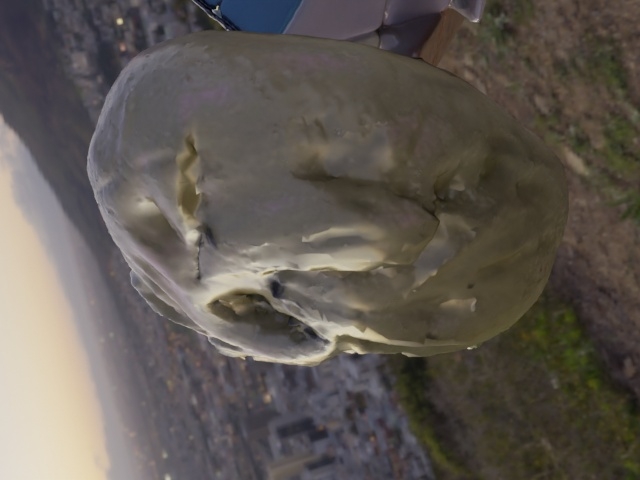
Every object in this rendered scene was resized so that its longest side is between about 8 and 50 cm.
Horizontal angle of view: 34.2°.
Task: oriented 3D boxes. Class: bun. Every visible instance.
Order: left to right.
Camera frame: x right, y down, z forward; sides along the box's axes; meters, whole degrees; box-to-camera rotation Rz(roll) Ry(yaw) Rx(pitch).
[{"bbox_3d":[0.000,0.000,0.481,0.210,0.237,0.116,-19,53,52],"label":"bun"}]

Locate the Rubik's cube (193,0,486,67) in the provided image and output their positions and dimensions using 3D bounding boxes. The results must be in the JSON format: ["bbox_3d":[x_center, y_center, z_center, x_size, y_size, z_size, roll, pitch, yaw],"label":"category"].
[{"bbox_3d":[0.013,-0.334,1.080,0.387,0.368,0.358,45,140,32],"label":"Rubik's cube"}]
